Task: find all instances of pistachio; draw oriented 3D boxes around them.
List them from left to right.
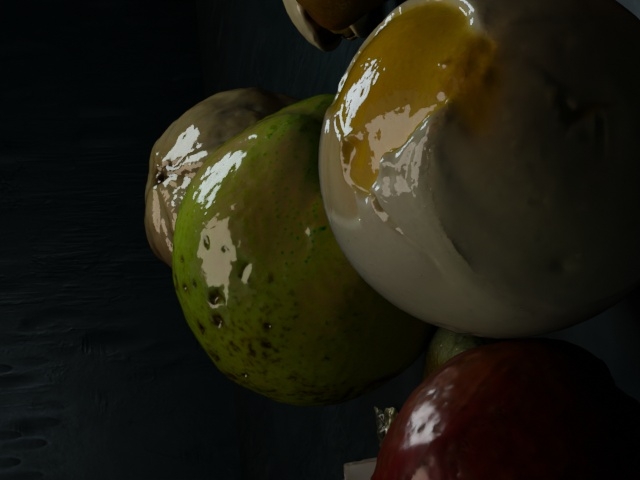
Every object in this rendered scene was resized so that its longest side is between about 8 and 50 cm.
[{"bbox_3d":[0.011,-0.410,1.611,0.157,0.157,0.230,124,136,-68],"label":"pistachio"}]

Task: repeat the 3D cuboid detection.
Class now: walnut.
[{"bbox_3d":[-0.100,-0.069,1.649,0.381,0.381,0.381,178,90,-77],"label":"walnut"}]

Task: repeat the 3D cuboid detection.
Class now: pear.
[{"bbox_3d":[0.000,0.000,1.273,0.391,0.391,0.391,178,90,-77],"label":"pear"}]

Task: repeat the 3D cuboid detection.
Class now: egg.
[{"bbox_3d":[0.138,-0.060,0.823,0.345,0.283,0.283,146,122,-78],"label":"egg"}]

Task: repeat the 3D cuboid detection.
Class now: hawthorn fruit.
[{"bbox_3d":[0.163,0.208,0.811,0.262,0.258,0.258,-65,-11,-47],"label":"hawthorn fruit"}]

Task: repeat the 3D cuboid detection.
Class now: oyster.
[{"bbox_3d":[0.099,0.339,1.506,0.106,0.061,0.200,113,152,-58],"label":"oyster"}]

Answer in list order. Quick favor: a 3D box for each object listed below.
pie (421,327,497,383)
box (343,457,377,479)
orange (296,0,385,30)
[{"bbox_3d":[0.178,0.246,1.154,0.323,0.070,0.323,174,90,-80],"label":"pie"},{"bbox_3d":[0.103,0.416,1.287,0.194,0.111,0.261,71,-172,-67],"label":"box"},{"bbox_3d":[0.041,-0.401,1.401,0.249,0.183,0.249,11,-90,-90],"label":"orange"}]
